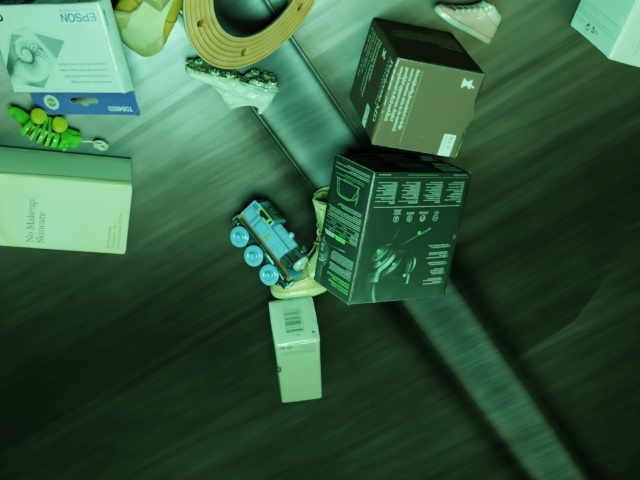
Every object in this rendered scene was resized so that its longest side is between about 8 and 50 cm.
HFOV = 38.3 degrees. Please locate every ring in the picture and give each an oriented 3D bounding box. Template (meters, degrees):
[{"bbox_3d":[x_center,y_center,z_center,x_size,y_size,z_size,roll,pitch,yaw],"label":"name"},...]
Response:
[{"bbox_3d":[-0.102,-0.438,1.505,0.336,0.032,0.336,-38,150,-27],"label":"ring"}]

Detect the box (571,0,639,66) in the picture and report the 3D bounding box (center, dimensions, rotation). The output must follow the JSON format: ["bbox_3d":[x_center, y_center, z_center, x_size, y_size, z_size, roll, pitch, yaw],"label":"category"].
[{"bbox_3d":[0.570,-0.427,1.661,0.119,0.181,0.182,10,120,-17],"label":"box"}]

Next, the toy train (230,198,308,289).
[{"bbox_3d":[-0.099,0.008,1.827,0.105,0.080,0.184,-43,78,22],"label":"toy train"}]

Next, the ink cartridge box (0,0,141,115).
[{"bbox_3d":[-0.435,-0.304,1.567,0.223,0.045,0.224,3,126,19],"label":"ink cartridge box"}]

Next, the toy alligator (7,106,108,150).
[{"bbox_3d":[-0.478,-0.187,1.674,0.190,0.051,0.056,22,141,-26],"label":"toy alligator"}]

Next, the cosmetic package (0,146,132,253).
[{"bbox_3d":[-0.513,-0.076,1.715,0.309,0.113,0.160,3,122,-14],"label":"cosmetic package"}]

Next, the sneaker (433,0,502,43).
[{"bbox_3d":[0.275,-0.419,1.688,0.134,0.051,0.070,21,115,-26],"label":"sneaker"}]

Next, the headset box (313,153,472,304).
[{"bbox_3d":[0.137,-0.016,1.795,0.246,0.131,0.283,-3,112,-34],"label":"headset box"}]

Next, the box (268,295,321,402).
[{"bbox_3d":[-0.051,0.236,1.957,0.094,0.113,0.275,-8,145,-5],"label":"box"}]

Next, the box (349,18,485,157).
[{"bbox_3d":[0.169,-0.278,1.665,0.167,0.203,0.168,8,120,-16],"label":"box"}]

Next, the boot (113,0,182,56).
[{"bbox_3d":[-0.243,-0.435,1.527,0.104,0.295,0.211,36,70,-11],"label":"boot"}]

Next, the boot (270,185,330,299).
[{"bbox_3d":[0.000,0.000,1.877,0.262,0.095,0.203,-19,125,-1],"label":"boot"}]

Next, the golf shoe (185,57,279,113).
[{"bbox_3d":[-0.168,-0.276,1.683,0.176,0.069,0.086,13,125,-18],"label":"golf shoe"}]
